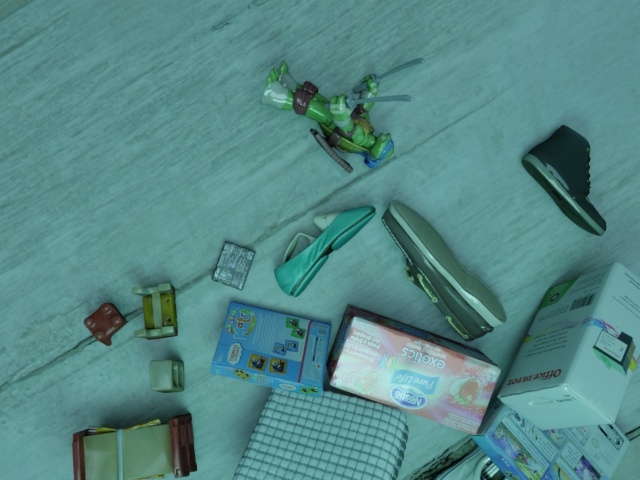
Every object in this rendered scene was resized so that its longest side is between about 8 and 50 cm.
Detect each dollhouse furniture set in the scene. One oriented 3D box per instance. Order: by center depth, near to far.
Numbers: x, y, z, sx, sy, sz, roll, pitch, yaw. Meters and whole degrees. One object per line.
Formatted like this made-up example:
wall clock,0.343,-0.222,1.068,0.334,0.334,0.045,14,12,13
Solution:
dollhouse furniture set,-0.366,0.286,1.312,0.201,0.152,0.375,-7,76,-1

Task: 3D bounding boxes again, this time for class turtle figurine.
turtle figurine,0.042,-0.281,1.252,0.266,0.275,0.198,22,58,1

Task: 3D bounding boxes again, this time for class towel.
towel,0.004,0.411,1.240,0.283,0.121,0.235,7,51,21

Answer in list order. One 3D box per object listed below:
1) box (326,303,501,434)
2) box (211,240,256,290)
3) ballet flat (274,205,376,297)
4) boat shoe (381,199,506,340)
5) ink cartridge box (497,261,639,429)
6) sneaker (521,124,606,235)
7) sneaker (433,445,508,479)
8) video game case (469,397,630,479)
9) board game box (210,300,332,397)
box,0.174,0.247,1.305,0.299,0.154,0.142,20,92,-4
box,-0.175,0.051,1.347,0.067,0.018,0.083,19,93,-3
ballet flat,0.000,0.000,1.323,0.087,0.083,0.247,44,89,10
boat shoe,0.226,0.063,1.318,0.324,0.116,0.096,46,119,-5
ink cartridge box,0.476,0.201,1.236,0.117,0.201,0.278,38,63,-4
sneaker,0.519,-0.120,1.330,0.118,0.083,0.222,-42,93,0
sneaker,0.303,0.496,1.354,0.094,0.091,0.258,42,91,-4
video game case,0.458,0.393,1.319,0.269,0.061,0.244,49,61,-3
board game box,-0.092,0.209,1.298,0.211,0.160,0.039,14,133,-3
